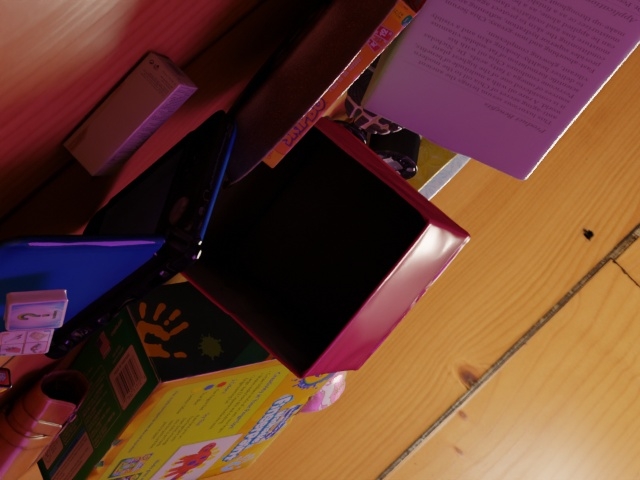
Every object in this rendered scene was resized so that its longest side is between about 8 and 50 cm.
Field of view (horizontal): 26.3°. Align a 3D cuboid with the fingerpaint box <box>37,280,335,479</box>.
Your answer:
[{"bbox_3d":[-0.199,0.225,2.119,0.371,0.163,0.445,-9,151,-36],"label":"fingerpaint box"}]

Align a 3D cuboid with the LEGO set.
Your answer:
[{"bbox_3d":[-0.327,0.109,1.230,0.183,0.060,0.244,-3,160,-17],"label":"LEGO set"}]

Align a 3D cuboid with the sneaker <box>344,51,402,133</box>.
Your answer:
[{"bbox_3d":[0.142,-0.256,1.922,0.275,0.107,0.110,-47,-178,29],"label":"sneaker"}]

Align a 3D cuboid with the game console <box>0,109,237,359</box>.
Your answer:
[{"bbox_3d":[-0.242,-0.006,1.283,0.293,0.173,0.250,-32,-145,47],"label":"game console"}]

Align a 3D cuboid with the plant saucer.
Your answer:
[{"bbox_3d":[-0.006,-0.189,1.358,0.310,0.050,0.310,-48,-170,12],"label":"plant saucer"}]

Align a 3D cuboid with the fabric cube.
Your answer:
[{"bbox_3d":[0.000,0.000,1.767,0.254,0.259,0.258,-52,165,9],"label":"fabric cube"}]

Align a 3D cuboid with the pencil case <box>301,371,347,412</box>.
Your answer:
[{"bbox_3d":[-0.027,0.113,2.352,0.167,0.160,0.386,-26,136,-37],"label":"pencil case"}]

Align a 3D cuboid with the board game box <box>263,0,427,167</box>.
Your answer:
[{"bbox_3d":[0.017,-0.204,1.532,0.259,0.039,0.124,-43,-156,17],"label":"board game box"}]

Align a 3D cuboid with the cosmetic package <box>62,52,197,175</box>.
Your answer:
[{"bbox_3d":[-0.167,-0.110,1.211,0.115,0.041,0.060,-44,175,8],"label":"cosmetic package"}]

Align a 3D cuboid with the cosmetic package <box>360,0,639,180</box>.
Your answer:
[{"bbox_3d":[0.236,-0.277,1.532,0.453,0.230,0.161,123,-10,-57],"label":"cosmetic package"}]

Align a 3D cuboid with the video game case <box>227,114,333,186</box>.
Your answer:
[{"bbox_3d":[-0.085,-0.064,1.998,0.210,0.042,0.232,-37,171,-33],"label":"video game case"}]

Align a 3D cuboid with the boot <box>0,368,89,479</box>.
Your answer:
[{"bbox_3d":[-0.431,0.292,1.871,0.220,0.109,0.283,-44,176,19],"label":"boot"}]

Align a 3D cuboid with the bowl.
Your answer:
[{"bbox_3d":[0.130,-0.135,2.348,0.289,0.156,0.289,-42,173,-6],"label":"bowl"}]

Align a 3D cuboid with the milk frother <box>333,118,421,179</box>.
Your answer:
[{"bbox_3d":[0.090,-0.184,2.105,0.143,0.129,0.134,61,35,-55],"label":"milk frother"}]
